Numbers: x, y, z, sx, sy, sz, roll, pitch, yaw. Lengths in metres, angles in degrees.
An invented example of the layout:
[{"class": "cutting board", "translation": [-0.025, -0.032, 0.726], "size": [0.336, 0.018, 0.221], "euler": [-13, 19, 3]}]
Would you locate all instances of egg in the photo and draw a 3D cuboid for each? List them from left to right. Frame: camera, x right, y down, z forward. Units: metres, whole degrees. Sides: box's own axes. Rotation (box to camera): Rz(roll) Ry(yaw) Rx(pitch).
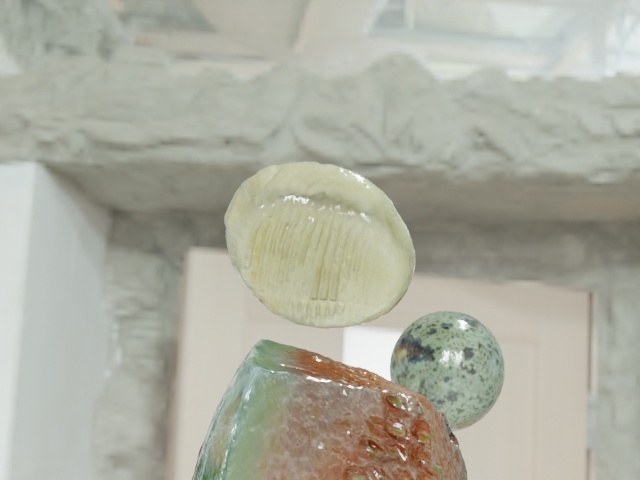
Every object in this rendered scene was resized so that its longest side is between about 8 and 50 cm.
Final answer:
[{"class": "egg", "translation": [0.146, 0.155, 1.783], "size": [0.132, 0.132, 0.172], "euler": [2, -33, 3]}]

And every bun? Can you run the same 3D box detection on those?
[{"class": "bun", "translation": [0.000, 0.000, 1.496], "size": [0.188, 0.164, 0.111], "euler": [7, 32, 4]}]

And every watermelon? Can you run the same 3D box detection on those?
[{"class": "watermelon", "translation": [0.030, 0.186, 1.328], "size": [0.256, 0.193, 0.140], "euler": [19, -25, -10]}]
